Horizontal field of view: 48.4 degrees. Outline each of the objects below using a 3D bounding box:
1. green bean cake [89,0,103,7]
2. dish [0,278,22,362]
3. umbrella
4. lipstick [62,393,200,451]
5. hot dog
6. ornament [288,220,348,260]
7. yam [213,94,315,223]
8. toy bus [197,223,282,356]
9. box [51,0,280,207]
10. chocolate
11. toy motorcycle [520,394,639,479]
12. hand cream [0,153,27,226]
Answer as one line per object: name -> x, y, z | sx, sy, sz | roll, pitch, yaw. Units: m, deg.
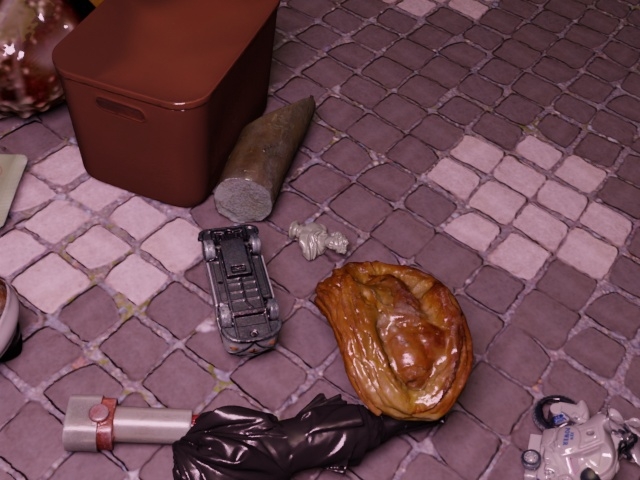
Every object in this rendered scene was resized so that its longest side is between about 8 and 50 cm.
green bean cake -> -0.450, -0.486, 1.294 | 0.229, 0.224, 0.131 | 10, 50, -13
dish -> -0.416, 0.127, 0.905 | 0.141, 0.078, 0.141 | -22, 46, 24
umbrella -> -0.005, 0.233, 0.844 | 0.340, 0.118, 0.118 | -9, 52, -17
lipstick -> -0.208, 0.221, 0.858 | 0.186, 0.057, 0.063 | 4, 50, -8
hot dog -> 0.092, 0.107, 0.902 | 0.175, 0.114, 0.259 | 1, 29, -19
ornament -> -0.003, -0.001, 1.081 | 0.092, 0.041, 0.068 | -2, 44, 3
yam -> -0.085, -0.149, 1.150 | 0.106, 0.106, 0.259 | 14, 51, 5
toy bus -> -0.110, 0.072, 0.971 | 0.087, 0.089, 0.194 | -8, 52, -16
box -> -0.229, -0.252, 1.136 | 0.239, 0.229, 0.339 | 19, 50, 8
chocolate -> -0.540, -0.311, 1.161 | 0.340, 0.225, 0.210 | 14, 63, 5
toy motorcycle -> 0.320, 0.281, 0.854 | 0.150, 0.102, 0.221 | 4, 43, 23
hand cream -> -0.604, -0.092, 1.044 | 0.305, 0.093, 0.147 | 5, 51, -5
